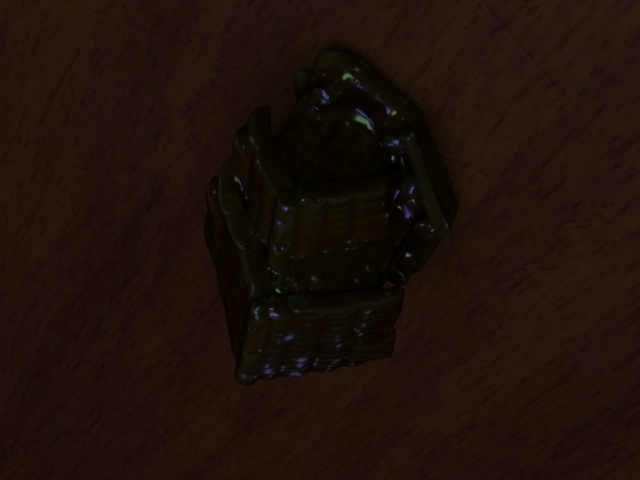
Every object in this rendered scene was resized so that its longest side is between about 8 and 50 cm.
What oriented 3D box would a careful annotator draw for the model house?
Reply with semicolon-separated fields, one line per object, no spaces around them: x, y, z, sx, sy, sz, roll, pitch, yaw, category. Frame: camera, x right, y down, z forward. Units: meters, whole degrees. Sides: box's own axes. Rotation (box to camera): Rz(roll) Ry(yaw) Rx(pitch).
0.001;-0.001;1.361;0.219;0.229;0.199;32;146;-3;model house
